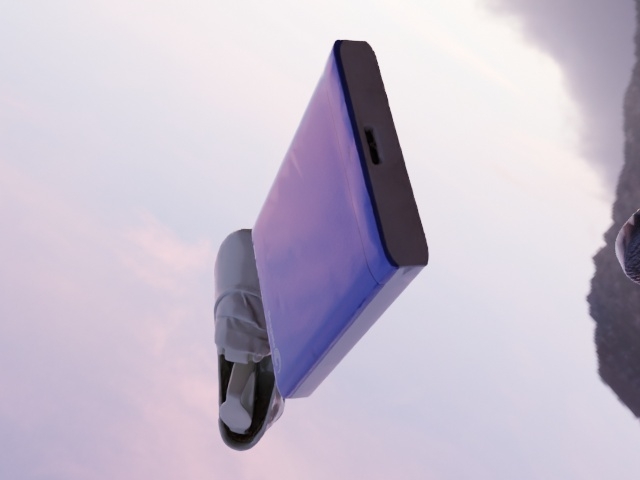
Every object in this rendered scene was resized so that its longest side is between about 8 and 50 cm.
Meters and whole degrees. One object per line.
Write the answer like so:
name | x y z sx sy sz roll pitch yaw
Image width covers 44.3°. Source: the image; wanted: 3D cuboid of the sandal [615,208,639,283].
sandal | 0.329 0.000 0.683 0.255 0.097 0.054 13 -128 -44

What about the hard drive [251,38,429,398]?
hard drive | 0.000 0.000 0.738 0.040 0.318 0.210 -2 -117 -19

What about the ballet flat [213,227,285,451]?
ballet flat | -0.106 0.171 1.192 0.139 0.400 0.139 3 -143 -2
